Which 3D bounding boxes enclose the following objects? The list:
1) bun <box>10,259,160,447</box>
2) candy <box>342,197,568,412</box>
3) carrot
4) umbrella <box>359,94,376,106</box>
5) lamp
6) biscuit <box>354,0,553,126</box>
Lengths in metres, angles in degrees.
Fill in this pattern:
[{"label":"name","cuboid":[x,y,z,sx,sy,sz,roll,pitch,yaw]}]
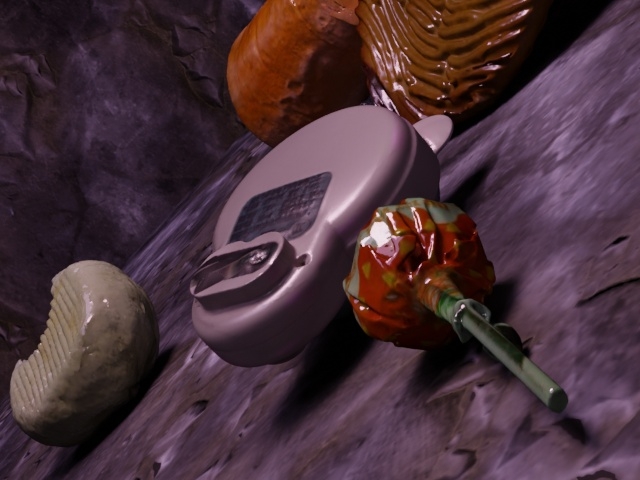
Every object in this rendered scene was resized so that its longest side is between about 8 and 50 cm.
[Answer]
[{"label":"bun","cuboid":[-0.257,0.131,1.575,0.212,0.126,0.204,-48,33,29]},{"label":"candy","cuboid":[0.072,0.034,0.687,0.287,0.078,0.084,-137,60,-77]},{"label":"carrot","cuboid":[0.023,-0.222,1.532,0.196,0.196,0.254,-52,4,-28]},{"label":"umbrella","cuboid":[0.099,-0.173,1.462,0.224,0.080,0.071,-48,43,15]},{"label":"lamp","cuboid":[0.001,0.003,1.009,0.179,0.108,0.246,-19,28,42]},{"label":"biscuit","cuboid":[0.111,-0.253,1.236,0.318,0.040,0.318,-17,71,61]}]
